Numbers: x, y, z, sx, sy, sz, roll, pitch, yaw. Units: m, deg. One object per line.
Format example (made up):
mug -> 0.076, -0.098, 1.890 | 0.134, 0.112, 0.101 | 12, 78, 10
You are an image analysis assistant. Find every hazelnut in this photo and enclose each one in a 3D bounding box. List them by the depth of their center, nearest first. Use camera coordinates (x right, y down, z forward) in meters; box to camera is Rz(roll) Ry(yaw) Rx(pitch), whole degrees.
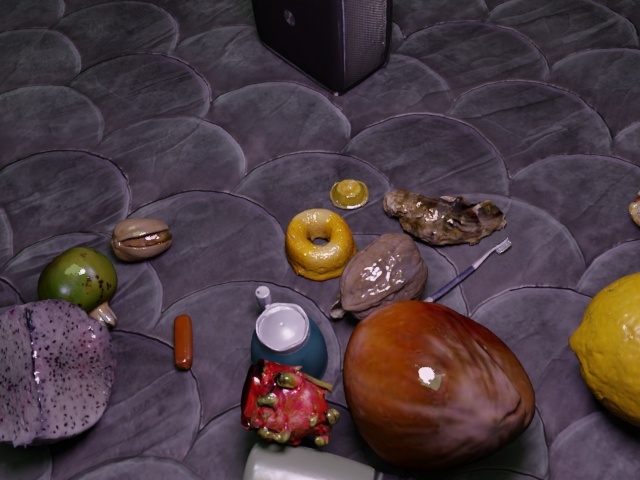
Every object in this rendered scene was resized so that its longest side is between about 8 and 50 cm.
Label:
hazelnut -> 0.211, 0.275, 1.259 | 0.372, 0.372, 0.315 | 9, 93, 11

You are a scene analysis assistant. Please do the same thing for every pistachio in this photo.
pistachio -> -0.437, -0.003, 1.657 | 0.149, 0.113, 0.113 | -4, 52, -17

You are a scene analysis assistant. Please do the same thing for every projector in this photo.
projector -> 0.000, -0.690, 1.926 | 0.242, 0.405, 0.395 | -37, 60, -20

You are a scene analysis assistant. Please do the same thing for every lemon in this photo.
lemon -> 0.660, 0.210, 1.283 | 0.336, 0.336, 0.336 | -2, 54, 3

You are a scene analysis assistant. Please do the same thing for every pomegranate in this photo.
pomegranate -> -0.534, 0.117, 1.546 | 0.180, 0.180, 0.210 | -41, 89, -23

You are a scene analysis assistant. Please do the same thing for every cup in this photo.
cup -> -0.071, 0.218, 1.418 | 0.167, 0.173, 0.300 | -23, 56, -11

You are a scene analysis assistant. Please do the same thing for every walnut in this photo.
walnut -> 0.136, 0.089, 1.496 | 0.230, 0.178, 0.178 | -34, 59, -26

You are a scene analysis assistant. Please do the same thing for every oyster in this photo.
oyster -> 0.040, 0.133, 1.538 | 0.038, 0.081, 0.083 | 12, 16, 39
oyster -> 0.310, -0.072, 1.656 | 0.294, 0.094, 0.166 | -5, 45, -7

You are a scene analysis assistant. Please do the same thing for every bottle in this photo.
bottle -> 0.032, 0.476, 1.231 | 0.347, 0.168, 0.168 | 10, 55, 8

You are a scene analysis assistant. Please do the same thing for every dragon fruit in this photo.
dragon fruit -> -0.055, 0.300, 1.248 | 0.172, 0.166, 0.160 | 13, 55, -13
dragon fruit -> -0.575, 0.280, 1.409 | 0.221, 0.204, 0.283 | -20, 75, 24

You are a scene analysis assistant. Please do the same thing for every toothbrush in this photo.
toothbrush -> 0.340, 0.077, 1.581 | 0.288, 0.024, 0.026 | -34, 73, -20

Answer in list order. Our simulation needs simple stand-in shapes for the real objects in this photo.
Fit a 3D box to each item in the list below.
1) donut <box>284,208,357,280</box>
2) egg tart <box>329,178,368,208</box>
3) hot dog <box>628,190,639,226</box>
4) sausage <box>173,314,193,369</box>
donut -> -0.002, 0.000, 1.631 | 0.174, 0.074, 0.190 | -9, 53, -1
egg tart -> 0.074, -0.124, 1.737 | 0.105, 0.039, 0.105 | -2, 56, 3
hot dog -> 0.831, -0.047, 1.590 | 0.146, 0.103, 0.213 | -45, 51, -1
sausage -> -0.305, 0.228, 1.511 | 0.041, 0.039, 0.131 | -8, 53, -4
